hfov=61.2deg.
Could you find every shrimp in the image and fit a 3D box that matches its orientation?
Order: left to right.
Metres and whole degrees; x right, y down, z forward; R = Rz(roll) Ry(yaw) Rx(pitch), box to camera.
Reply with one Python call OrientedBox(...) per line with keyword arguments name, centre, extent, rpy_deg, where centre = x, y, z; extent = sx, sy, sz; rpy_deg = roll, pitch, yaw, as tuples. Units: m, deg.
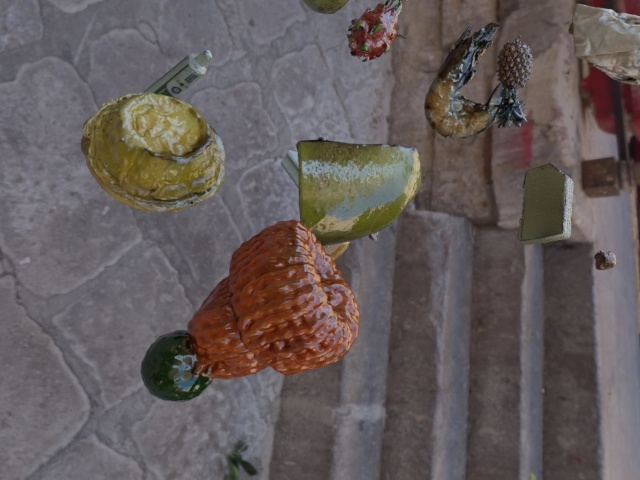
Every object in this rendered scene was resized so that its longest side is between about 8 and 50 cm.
OrientedBox(name="shrimp", centre=(0.471, -0.480, 1.656), extent=(0.365, 0.233, 0.071), rpy_deg=(-58, 172, 8))

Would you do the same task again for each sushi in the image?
OrientedBox(name="sushi", centre=(0.722, 0.048, 1.377), extent=(0.099, 0.050, 0.047), rpy_deg=(63, 21, -67))

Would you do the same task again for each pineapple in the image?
OrientedBox(name="pineapple", centre=(0.479, -0.390, 1.341), extent=(0.103, 0.083, 0.221), rpy_deg=(-21, 115, -57))

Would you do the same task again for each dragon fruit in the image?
OrientedBox(name="dragon fruit", centre=(0.179, -0.626, 1.590), extent=(0.236, 0.135, 0.137), rpy_deg=(-40, 122, -9))

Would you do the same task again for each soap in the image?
OrientedBox(name="soap", centre=(-0.055, -0.240, 2.000), extent=(0.119, 0.066, 0.198), rpy_deg=(10, 38, -52))

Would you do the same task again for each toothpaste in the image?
OrientedBox(name="toothpaste", centre=(-0.433, -0.415, 1.507), extent=(0.098, 0.392, 0.061), rpy_deg=(23, 52, -46))

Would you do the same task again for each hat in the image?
OrientedBox(name="hat", centre=(-0.132, 0.166, 1.028), extent=(0.285, 0.400, 0.285), rpy_deg=(48, 19, -22))

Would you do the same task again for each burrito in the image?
OrientedBox(name="burrito", centre=(0.628, -0.323, 0.971), extent=(0.076, 0.392, 0.117), rpy_deg=(-76, -178, -65))

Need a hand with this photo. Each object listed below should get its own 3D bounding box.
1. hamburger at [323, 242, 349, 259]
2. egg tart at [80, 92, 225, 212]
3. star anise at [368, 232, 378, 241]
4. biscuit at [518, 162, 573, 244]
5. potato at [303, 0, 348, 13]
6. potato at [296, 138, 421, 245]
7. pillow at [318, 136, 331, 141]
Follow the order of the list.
OrientedBox(name="hamburger", centre=(0.000, 0.000, 1.715), extent=(0.157, 0.283, 0.144), rpy_deg=(57, -11, 29))
OrientedBox(name="egg tart", centre=(-0.367, -0.230, 1.247), extent=(0.345, 0.132, 0.345), rpy_deg=(15, 53, -20))
OrientedBox(name="star anise", centre=(0.186, -0.128, 2.224), extent=(0.129, 0.212, 0.283), rpy_deg=(-2, 79, -45))
OrientedBox(name="biscuit", centre=(0.668, -0.112, 1.597), extent=(0.052, 0.150, 0.252), rpy_deg=(25, 66, -29))
OrientedBox(name="potato", centre=(0.030, -0.630, 1.203), extent=(0.176, 0.298, 0.141), rpy_deg=(-7, 77, -17))
OrientedBox(name="potato", centre=(0.100, -0.091, 1.270), extent=(0.330, 0.280, 0.213), rpy_deg=(66, 21, -79))
OrientedBox(name="pillow", centre=(0.072, -0.203, 1.552), extent=(0.055, 0.208, 0.141), rpy_deg=(19, 88, -81))
